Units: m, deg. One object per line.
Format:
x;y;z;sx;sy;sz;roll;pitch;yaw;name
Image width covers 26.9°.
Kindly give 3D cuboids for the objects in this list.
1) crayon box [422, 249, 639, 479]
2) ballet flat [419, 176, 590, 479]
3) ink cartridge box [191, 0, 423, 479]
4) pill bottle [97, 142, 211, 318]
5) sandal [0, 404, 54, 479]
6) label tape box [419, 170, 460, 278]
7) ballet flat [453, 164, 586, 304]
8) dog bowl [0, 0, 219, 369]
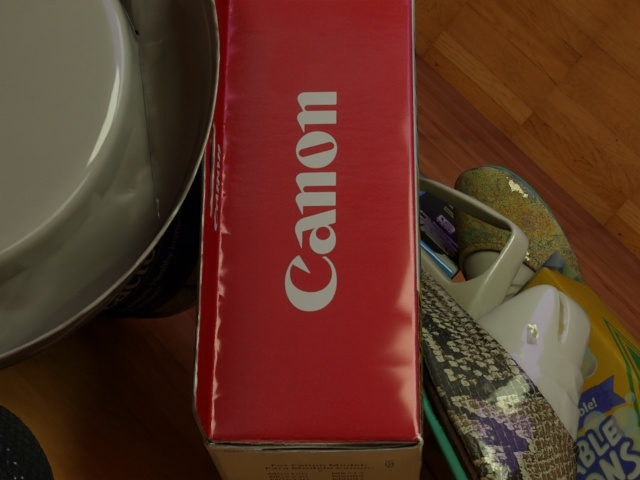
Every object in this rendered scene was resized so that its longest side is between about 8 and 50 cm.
0.205;0.173;1.148;0.083;0.203;0.323;21;26;-44;crayon box
0.111;0.059;1.126;0.483;0.182;0.164;54;0;44;ballet flat
0.000;0.000;0.858;0.272;0.130;0.309;83;7;-68;ink cartridge box
-0.188;-0.024;0.923;0.153;0.153;0.265;49;21;26;pill bottle
-0.168;0.169;0.713;0.067;0.040;0.179;9;50;-48;sandal
0.059;-0.044;1.508;0.249;0.115;0.348;42;20;5;label tape box
0.214;0.085;1.354;0.123;0.123;0.348;-108;171;-58;ballet flat
-0.228;-0.078;0.736;0.349;0.349;0.102;44;-16;12;dog bowl
